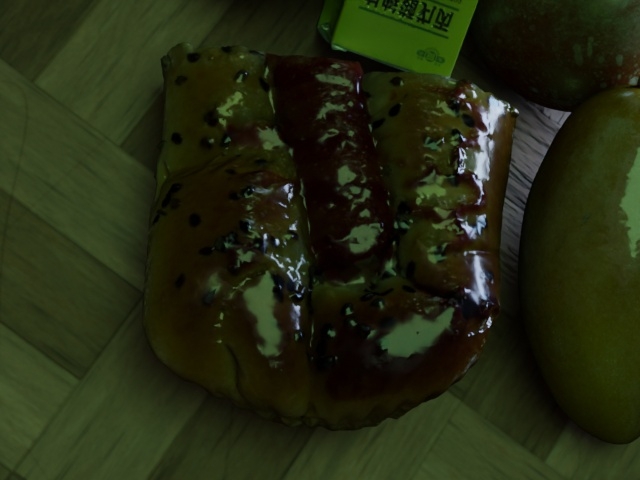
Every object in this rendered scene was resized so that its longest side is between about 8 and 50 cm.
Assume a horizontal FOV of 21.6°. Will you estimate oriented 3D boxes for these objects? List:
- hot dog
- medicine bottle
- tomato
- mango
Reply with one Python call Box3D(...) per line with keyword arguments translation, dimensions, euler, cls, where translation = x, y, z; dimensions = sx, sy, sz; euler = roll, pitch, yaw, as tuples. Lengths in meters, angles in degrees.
Box3D(translation=(0.000, 0.000, 1.641), dimensions=(0.367, 0.196, 0.365), euler=(7, 70, -2), cls="hot dog")
Box3D(translation=(0.103, -0.302, 1.756), dimensions=(0.137, 0.141, 0.250), euler=(17, 103, -12), cls="medicine bottle")
Box3D(translation=(0.294, -0.279, 1.817), dimensions=(0.270, 0.222, 0.270), euler=(5, 74, -19), cls="tomato")
Box3D(translation=(0.307, 0.021, 1.744), dimensions=(0.199, 0.221, 0.384), euler=(6, 95, 17), cls="mango")
